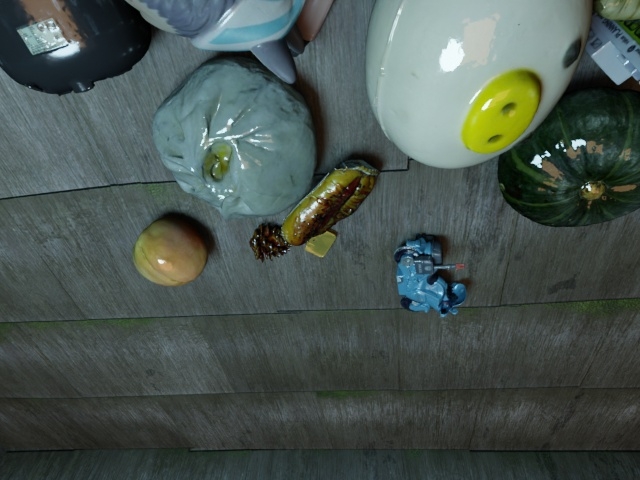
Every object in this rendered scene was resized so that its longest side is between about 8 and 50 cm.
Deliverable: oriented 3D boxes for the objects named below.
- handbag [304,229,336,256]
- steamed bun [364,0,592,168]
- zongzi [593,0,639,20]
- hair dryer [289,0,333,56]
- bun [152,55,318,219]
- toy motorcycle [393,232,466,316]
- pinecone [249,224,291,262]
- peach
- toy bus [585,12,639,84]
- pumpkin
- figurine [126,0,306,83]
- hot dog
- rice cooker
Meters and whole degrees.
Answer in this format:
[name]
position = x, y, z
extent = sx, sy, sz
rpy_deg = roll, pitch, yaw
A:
[handbag]
position = 0.000, 0.000, 1.109
extent = 0.061, 0.027, 0.083
rpy_deg = 24, 123, -11
[steamed bun]
position = 0.228, -0.293, 0.646
extent = 0.334, 0.334, 0.374
rpy_deg = 4, 148, 1
[zongzi]
position = 0.434, -0.448, 0.565
extent = 0.115, 0.228, 0.256
rpy_deg = 12, 129, 4
[hair dryer]
position = 0.036, -0.450, 0.692
extent = 0.189, 0.107, 0.344
rpy_deg = 21, 138, -16
[bun]
position = -0.166, -0.180, 0.857
extent = 0.354, 0.194, 0.354
rpy_deg = 3, 131, 4
[toy motorcycle]
position = 0.294, 0.105, 1.120
extent = 0.182, 0.124, 0.272
rpy_deg = -1, 132, 19
[pinecone]
position = -0.128, 0.002, 1.083
extent = 0.109, 0.102, 0.102
rpy_deg = -19, 132, -16
[peach]
position = -0.380, 0.034, 1.073
extent = 0.184, 0.184, 0.184
rpy_deg = 2, 131, 2
[toy bus]
position = 0.521, -0.294, 0.643
extent = 0.113, 0.302, 0.139
rpy_deg = 27, 133, -22
[pumpkin]
position = 0.506, -0.160, 0.824
extent = 0.300, 0.207, 0.300
rpy_deg = 2, 145, 1
[figurine]
position = -0.117, -0.437, 0.609
extent = 0.361, 0.266, 0.377
rpy_deg = -49, 151, 3
[hot dog]
position = 0.022, -0.082, 0.968
extent = 0.270, 0.082, 0.162
rpy_deg = -43, 158, 26
[rice cooker]
position = -0.418, -0.370, 0.675
extent = 0.267, 0.267, 0.224
rpy_deg = -10, 125, 12
